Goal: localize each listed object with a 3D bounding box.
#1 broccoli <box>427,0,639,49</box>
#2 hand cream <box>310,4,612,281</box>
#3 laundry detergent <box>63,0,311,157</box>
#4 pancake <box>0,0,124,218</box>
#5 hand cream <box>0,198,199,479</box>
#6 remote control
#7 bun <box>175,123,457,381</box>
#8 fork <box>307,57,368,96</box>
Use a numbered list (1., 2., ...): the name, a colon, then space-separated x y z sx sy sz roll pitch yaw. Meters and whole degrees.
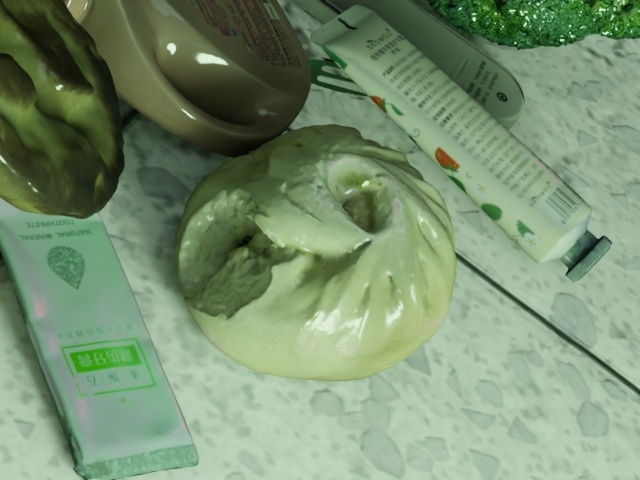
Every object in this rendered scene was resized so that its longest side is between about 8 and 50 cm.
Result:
1. broccoli: 0.192 -0.277 1.527 0.269 0.269 0.254 29 36 -11
2. hand cream: 0.110 -0.077 1.431 0.276 0.059 0.095 44 36 5
3. laundry detergent: -0.107 -0.133 1.280 0.237 0.076 0.171 1 54 -54
4. pancake: -0.206 -0.134 1.016 0.294 0.049 0.294 52 13 -18
5. hand cream: -0.160 0.024 1.165 0.079 0.050 0.275 -19 67 -15
6. remote control: 0.062 -0.170 1.520 0.245 0.022 0.077 35 42 -4
7. bun: 0.000 0.000 1.234 0.193 0.128 0.178 -11 61 -39
8. fork: -0.063 -0.172 1.433 0.235 0.021 0.039 30 36 -7
